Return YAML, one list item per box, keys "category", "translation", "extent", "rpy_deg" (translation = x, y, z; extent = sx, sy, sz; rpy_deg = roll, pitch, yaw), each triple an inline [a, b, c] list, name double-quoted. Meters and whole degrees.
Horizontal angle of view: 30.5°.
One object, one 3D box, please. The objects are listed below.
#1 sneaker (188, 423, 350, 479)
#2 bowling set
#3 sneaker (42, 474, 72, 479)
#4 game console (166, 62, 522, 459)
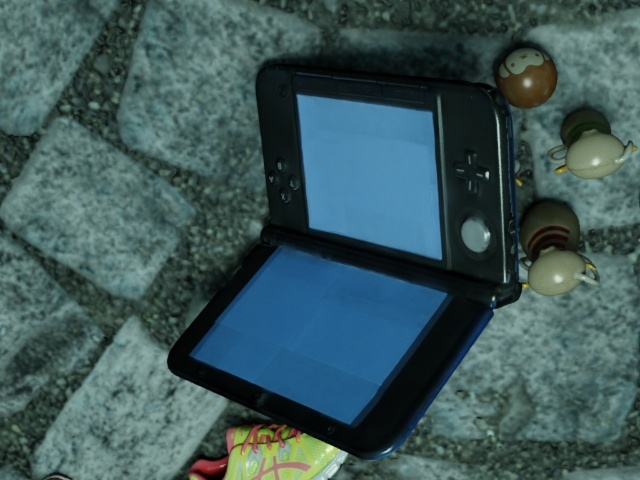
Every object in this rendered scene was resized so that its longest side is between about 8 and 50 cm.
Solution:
- category: "sneaker"
  translation: [-0.049, 0.214, 1.171]
  extent: [0.208, 0.081, 0.094]
  rpy_deg: [-37, 99, 18]
- category: "bowling set"
  translation: [0.180, -0.052, 1.004]
  extent: [0.287, 0.154, 0.200]
  rpy_deg: [-20, 106, 13]
- category: "sneaker"
  translation: [-0.285, 0.337, 1.253]
  extent: [0.064, 0.067, 0.175]
  rpy_deg: [-3, 111, 7]
- category: "game console"
  translation: [0.000, 0.000, 0.962]
  extent: [0.293, 0.173, 0.250]
  rpy_deg: [14, 117, 46]
